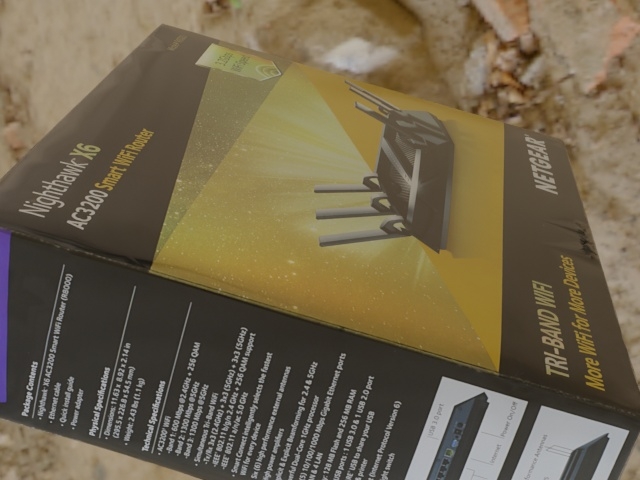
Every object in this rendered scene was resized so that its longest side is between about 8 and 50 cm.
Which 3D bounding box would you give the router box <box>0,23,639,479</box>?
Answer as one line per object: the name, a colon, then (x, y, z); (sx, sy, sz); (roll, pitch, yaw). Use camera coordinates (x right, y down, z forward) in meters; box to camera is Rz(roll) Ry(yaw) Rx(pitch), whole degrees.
router box: (0.000, 0.000, 0.538); (0.309, 0.243, 0.081); (-78, 4, -67)
